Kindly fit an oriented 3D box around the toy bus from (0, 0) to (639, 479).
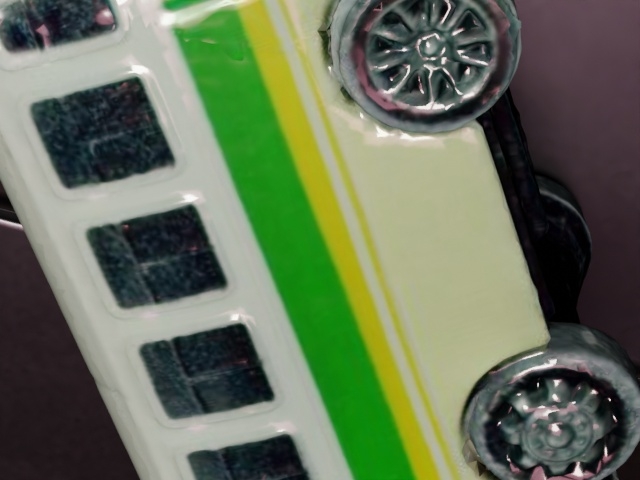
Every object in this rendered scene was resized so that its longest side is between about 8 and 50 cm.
[{"bbox_3d":[0.000,0.000,0.568,0.164,0.134,0.276,-16,117,8],"label":"toy bus"}]
